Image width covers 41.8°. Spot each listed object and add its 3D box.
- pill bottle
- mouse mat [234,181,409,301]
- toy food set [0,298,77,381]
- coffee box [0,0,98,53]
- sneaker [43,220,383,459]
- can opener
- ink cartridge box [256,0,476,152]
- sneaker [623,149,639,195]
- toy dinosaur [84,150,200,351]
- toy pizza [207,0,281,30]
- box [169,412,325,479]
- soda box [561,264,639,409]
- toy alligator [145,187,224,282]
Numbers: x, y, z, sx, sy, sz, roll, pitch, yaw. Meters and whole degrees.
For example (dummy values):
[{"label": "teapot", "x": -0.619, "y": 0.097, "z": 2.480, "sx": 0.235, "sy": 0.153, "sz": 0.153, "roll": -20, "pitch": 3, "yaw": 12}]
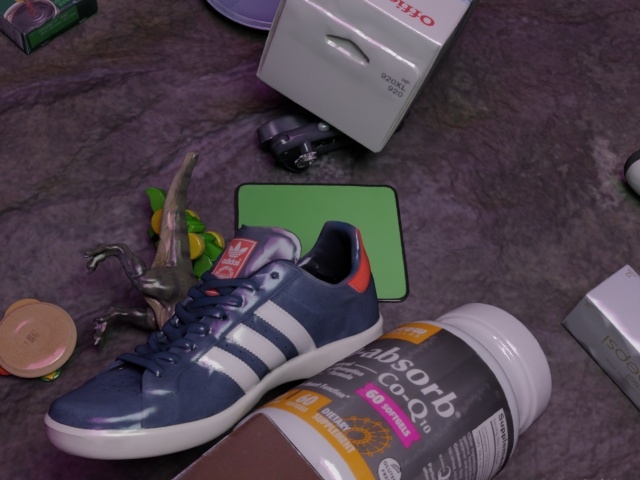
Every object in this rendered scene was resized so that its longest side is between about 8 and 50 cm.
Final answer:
[{"label": "pill bottle", "x": 0.070, "y": 0.165, "z": 0.727, "sx": 0.278, "sy": 0.162, "sz": 0.162, "roll": -25, "pitch": 65, "yaw": -39}, {"label": "mouse mat", "x": 0.000, "y": 0.000, "z": 0.929, "sx": 0.189, "sy": 0.007, "sz": 0.153, "roll": 1, "pitch": 60, "yaw": -8}, {"label": "toy food set", "x": -0.284, "y": 0.099, "z": 0.828, "sx": 0.083, "sy": 0.020, "sz": 0.083, "roll": 19, "pitch": 60, "yaw": 3}, {"label": "coffee box", "x": -0.383, "y": -0.322, "z": 1.046, "sx": 0.184, "sy": 0.040, "sz": 0.113, "roll": 41, "pitch": 64, "yaw": 16}, {"label": "sneaker", "x": -0.085, "y": 0.067, "z": 0.737, "sx": 0.131, "sy": 0.148, "sz": 0.350, "roll": 10, "pitch": 21, "yaw": 42}, {"label": "can opener", "x": 0.022, "y": -0.129, "z": 0.975, "sx": 0.186, "sy": 0.059, "sz": 0.073, "roll": -15, "pitch": 77, "yaw": -16}, {"label": "ink cartridge box", "x": 0.068, "y": -0.254, "z": 0.940, "sx": 0.171, "sy": 0.168, "sz": 0.233, "roll": 32, "pitch": 49, "yaw": 3}, {"label": "sneaker", "x": 0.459, "y": 0.001, "z": 0.937, "sx": 0.270, "sy": 0.090, "sz": 0.145, "roll": 27, "pitch": 58, "yaw": 5}, {"label": "toy dinosaur", "x": -0.167, "y": 0.050, "z": 0.826, "sx": 0.118, "sy": 0.064, "sz": 0.268, "roll": -5, "pitch": 85, "yaw": -9}, {"label": "toy pizza", "x": -0.063, "y": -0.345, "z": 1.105, "sx": 0.201, "sy": 0.032, "sz": 0.201, "roll": 3, "pitch": 59, "yaw": -5}, {"label": "box", "x": 0.016, "y": 0.324, "z": 0.551, "sx": 0.143, "sy": 0.191, "sz": 0.381, "roll": -30, "pitch": 70, "yaw": -38}, {"label": "soda box", "x": 0.354, "y": 0.135, "z": 0.856, "sx": 0.069, "sy": 0.074, "sz": 0.216, "roll": -31, "pitch": 68, "yaw": -22}, {"label": "toy alligator", "x": -0.126, "y": 0.018, "z": 0.880, "sx": 0.189, "sy": 0.056, "sz": 0.051, "roll": 41, "pitch": 105, "yaw": 15}]
